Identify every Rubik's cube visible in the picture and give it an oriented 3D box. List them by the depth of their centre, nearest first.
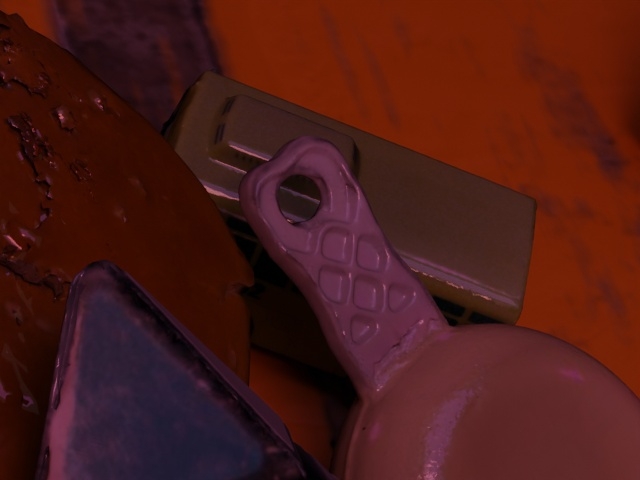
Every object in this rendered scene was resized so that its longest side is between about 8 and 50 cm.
[{"bbox_3d":[0.012,0.179,0.568,0.229,0.228,0.233,10,43,-6],"label":"Rubik's cube"}]

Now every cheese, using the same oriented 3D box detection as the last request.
[{"bbox_3d":[0.065,0.069,0.763,0.163,0.071,0.249,-14,86,-35],"label":"cheese"}]

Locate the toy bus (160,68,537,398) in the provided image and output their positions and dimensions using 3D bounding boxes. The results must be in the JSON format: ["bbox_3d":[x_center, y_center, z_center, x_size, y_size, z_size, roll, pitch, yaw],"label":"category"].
[{"bbox_3d":[0.000,0.000,0.838,0.175,0.101,0.088,22,45,-7],"label":"toy bus"}]

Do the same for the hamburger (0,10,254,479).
[{"bbox_3d":[-0.165,0.049,0.669,0.284,0.174,0.304,25,50,-22],"label":"hamburger"}]
